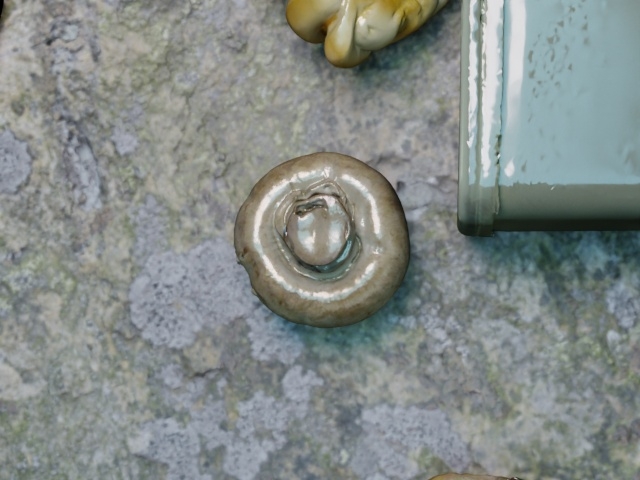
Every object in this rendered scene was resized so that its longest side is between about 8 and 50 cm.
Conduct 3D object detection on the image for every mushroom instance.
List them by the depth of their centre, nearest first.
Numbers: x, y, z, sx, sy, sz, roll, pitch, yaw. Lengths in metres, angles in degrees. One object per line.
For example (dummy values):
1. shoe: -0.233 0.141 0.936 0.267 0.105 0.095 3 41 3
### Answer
1. mushroom: 0.000 0.000 1.361 0.166 0.127 0.166 -2 83 13

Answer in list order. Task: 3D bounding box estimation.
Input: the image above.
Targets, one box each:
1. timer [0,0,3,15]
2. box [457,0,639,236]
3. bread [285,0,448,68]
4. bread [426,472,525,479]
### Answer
1. timer: -0.398 -0.186 1.465 0.144 0.055 0.187 13 90 10
2. box: 0.296 -0.181 1.326 0.343 0.177 0.352 1 84 4
3. bread: -0.007 -0.318 1.377 0.172 0.121 0.311 -30 91 -29
4. bread: 0.156 0.297 1.289 0.197 0.197 0.171 16 80 8
